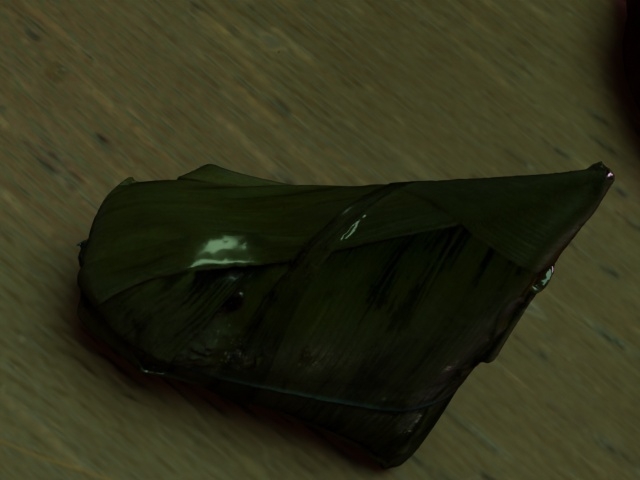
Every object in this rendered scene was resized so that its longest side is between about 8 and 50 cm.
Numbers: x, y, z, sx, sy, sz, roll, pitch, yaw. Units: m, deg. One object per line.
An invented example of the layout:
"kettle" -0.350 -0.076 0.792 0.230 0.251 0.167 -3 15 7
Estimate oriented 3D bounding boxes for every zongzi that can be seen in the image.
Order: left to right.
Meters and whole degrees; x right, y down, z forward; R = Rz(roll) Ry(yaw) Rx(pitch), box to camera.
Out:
"zongzi" 0.000 0.000 0.992 0.251 0.274 0.125 19 52 -12

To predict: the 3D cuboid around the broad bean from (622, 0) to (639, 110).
"broad bean" 0.291 -0.148 1.249 0.122 0.156 0.228 -2 72 -26
